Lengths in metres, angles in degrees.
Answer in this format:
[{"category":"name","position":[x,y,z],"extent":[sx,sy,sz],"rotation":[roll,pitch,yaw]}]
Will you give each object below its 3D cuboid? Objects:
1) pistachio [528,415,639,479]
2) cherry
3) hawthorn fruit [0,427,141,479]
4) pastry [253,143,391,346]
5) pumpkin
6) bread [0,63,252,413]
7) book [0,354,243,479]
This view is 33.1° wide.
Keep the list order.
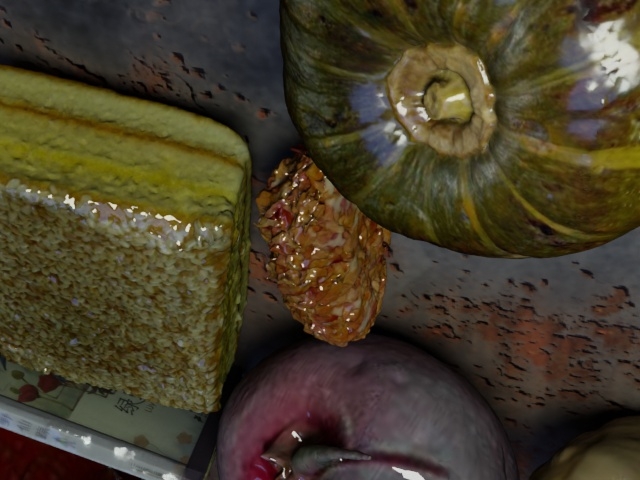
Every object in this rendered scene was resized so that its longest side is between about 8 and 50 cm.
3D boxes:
[{"category":"pistachio","position":[0.249,0.201,0.758],"extent":[0.237,0.153,0.137],"rotation":[6,160,-29]},{"category":"cherry","position":[0.035,0.161,0.753],"extent":[0.213,0.183,0.266],"rotation":[38,180,42]},{"category":"hawthorn fruit","position":[-0.298,0.247,0.915],"extent":[0.316,0.316,0.316],"rotation":[12,141,10]},{"category":"pastry","position":[-0.001,0.002,0.675],"extent":[0.063,0.087,0.169],"rotation":[17,143,26]},{"category":"pumpkin","position":[0.086,-0.099,0.466],"extent":[0.219,0.162,0.219],"rotation":[24,133,29]},{"category":"bread","position":[-0.140,0.004,0.715],"extent":[0.184,0.111,0.234],"rotation":[14,143,3]},{"category":"book","position":[-0.178,0.101,0.811],"extent":[0.231,0.157,0.026],"rotation":[20,114,0]}]
